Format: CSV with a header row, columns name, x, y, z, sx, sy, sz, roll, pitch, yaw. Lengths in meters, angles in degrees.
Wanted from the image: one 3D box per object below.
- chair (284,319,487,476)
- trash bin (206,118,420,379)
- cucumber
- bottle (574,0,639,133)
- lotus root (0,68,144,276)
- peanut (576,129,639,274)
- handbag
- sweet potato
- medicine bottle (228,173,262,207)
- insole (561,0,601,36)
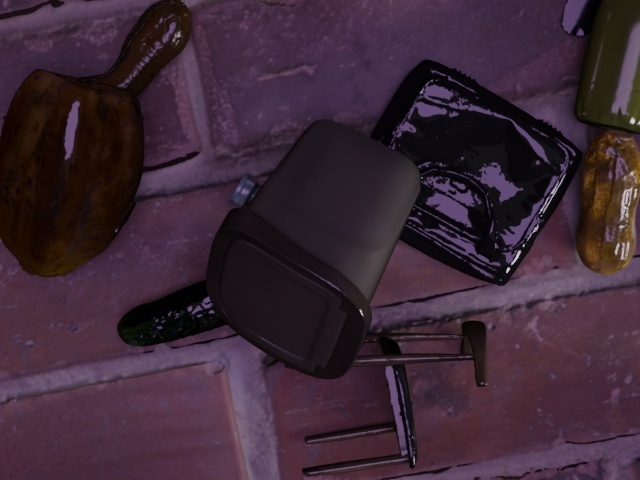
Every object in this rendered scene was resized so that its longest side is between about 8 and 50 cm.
name,x,y,z,sx,sy,sz,roll,pitch,yaw
chair,0.099,0.209,1.545,0.272,0.188,0.166,-9,95,2
trash bin,0.000,0.000,1.440,0.219,0.220,0.250,28,55,4
cucumber,-0.167,0.094,1.582,0.241,0.074,0.074,-21,95,2
bottle,0.424,-0.280,1.546,0.112,0.112,0.260,12,94,-2
lotus root,-0.332,-0.085,1.515,0.193,0.193,0.291,18,111,-3
peanut,0.399,-0.052,1.566,0.087,0.087,0.206,-1,109,-1
handbag,0.197,-0.090,1.574,0.275,0.088,0.244,30,97,-5
sweet potato,-0.264,-0.240,1.560,0.233,0.062,0.081,-39,81,5
medicine bottle,-0.035,-0.026,1.586,0.191,0.051,0.051,30,93,-4
insole,0.381,-0.377,1.591,0.064,0.004,0.188,16,94,-2
